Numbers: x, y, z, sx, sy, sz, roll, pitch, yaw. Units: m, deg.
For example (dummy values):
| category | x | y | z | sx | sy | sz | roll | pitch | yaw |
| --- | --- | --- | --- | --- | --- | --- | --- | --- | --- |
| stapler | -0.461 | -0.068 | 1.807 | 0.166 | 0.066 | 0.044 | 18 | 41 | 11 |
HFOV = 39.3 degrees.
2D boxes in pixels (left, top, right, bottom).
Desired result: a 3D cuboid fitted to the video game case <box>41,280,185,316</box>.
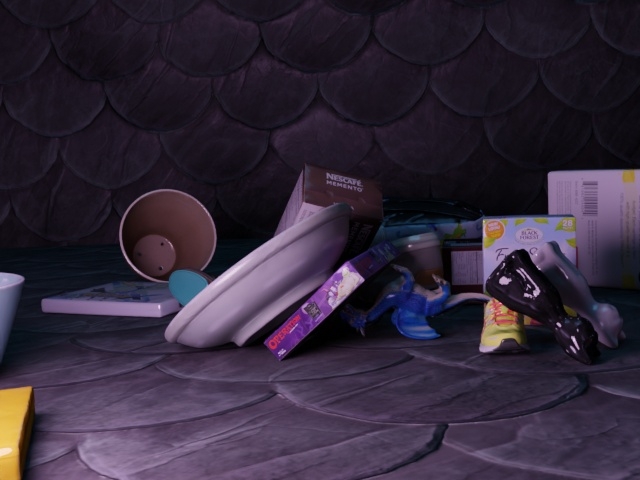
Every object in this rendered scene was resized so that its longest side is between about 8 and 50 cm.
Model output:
| category | x | y | z | sx | sy | sz | roll | pitch | yaw |
| --- | --- | --- | --- | --- | --- | --- | --- | --- | --- |
| video game case | -0.437 | 0.136 | 2.136 | 0.329 | 0.036 | 0.300 | 0 | 6 | 23 |

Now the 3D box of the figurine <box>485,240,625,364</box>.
| category | x | y | z | sx | sy | sz | roll | pitch | yaw |
| --- | --- | --- | --- | --- | --- | --- | --- | --- | --- |
| figurine | 0.405 | 0.108 | 1.484 | 0.209 | 0.092 | 0.215 | 48 | 31 | 22 |

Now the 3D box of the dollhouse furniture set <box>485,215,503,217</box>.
| category | x | y | z | sx | sy | sz | roll | pitch | yaw |
| --- | --- | --- | --- | --- | --- | --- | --- | --- | --- |
| dollhouse furniture set | 0.584 | 0.006 | 2.448 | 0.197 | 0.151 | 0.301 | -7 | 7 | -41 |

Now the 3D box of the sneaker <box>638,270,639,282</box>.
| category | x | y | z | sx | sy | sz | roll | pitch | yaw |
| --- | --- | --- | --- | --- | --- | --- | --- | --- | --- |
| sneaker | 0.758 | 0.088 | 1.885 | 0.132 | 0.086 | 0.228 | -11 | 11 | -43 |

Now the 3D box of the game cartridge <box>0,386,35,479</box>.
| category | x | y | z | sx | sy | sz | roll | pitch | yaw |
| --- | --- | --- | --- | --- | --- | --- | --- | --- | --- |
| game cartridge | -0.503 | 0.237 | 1.030 | 0.323 | 0.053 | 0.285 | -3 | 5 | -15 |

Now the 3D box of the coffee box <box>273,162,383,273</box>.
| category | x | y | z | sx | sy | sz | roll | pitch | yaw |
| --- | --- | --- | --- | --- | --- | --- | --- | --- | --- |
| coffee box | 0.000 | 0.000 | 1.844 | 0.168 | 0.297 | 0.119 | 14 | 44 | -14 |

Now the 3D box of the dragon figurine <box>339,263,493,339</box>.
| category | x | y | z | sx | sy | sz | roll | pitch | yaw |
| --- | --- | --- | --- | --- | --- | --- | --- | --- | --- |
| dragon figurine | 0.178 | 0.131 | 1.639 | 0.289 | 0.144 | 0.085 | 15 | 4 | -8 |

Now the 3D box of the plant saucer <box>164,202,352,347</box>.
| category | x | y | z | sx | sy | sz | roll | pitch | yaw |
| --- | --- | --- | --- | --- | --- | --- | --- | --- | --- |
| plant saucer | -0.086 | 0.089 | 1.591 | 0.400 | 0.100 | 0.400 | -35 | -7 | -5 |

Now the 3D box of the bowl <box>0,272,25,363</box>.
| category | x | y | z | sx | sy | sz | roll | pitch | yaw |
| --- | --- | --- | --- | --- | --- | --- | --- | --- | --- |
| bowl | -0.623 | 0.149 | 1.412 | 0.311 | 0.163 | 0.311 | -3 | 5 | 0 |

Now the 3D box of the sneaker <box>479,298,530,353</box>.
| category | x | y | z | sx | sy | sz | roll | pitch | yaw |
| --- | --- | --- | --- | --- | --- | --- | --- | --- | --- |
| sneaker | 0.306 | 0.136 | 1.510 | 0.081 | 0.094 | 0.208 | -1 | 6 | 7 |

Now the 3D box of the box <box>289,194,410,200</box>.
| category | x | y | z | sx | sy | sz | roll | pitch | yaw |
| --- | --- | --- | --- | --- | --- | --- | --- | --- | --- |
| box | 0.091 | -0.021 | 2.645 | 0.293 | 0.212 | 0.395 | -3 | 6 | -15 |

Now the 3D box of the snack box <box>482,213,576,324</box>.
| category | x | y | z | sx | sy | sz | roll | pitch | yaw |
| --- | --- | --- | --- | --- | --- | --- | --- | --- | --- |
| snack box | 0.399 | 0.056 | 1.716 | 0.174 | 0.207 | 0.070 | -2 | 5 | 11 |

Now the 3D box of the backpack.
| category | x | y | z | sx | sy | sz | roll | pitch | yaw |
| --- | --- | --- | --- | --- | --- | --- | --- | --- | --- |
| backpack | 0.249 | -0.001 | 2.272 | 0.355 | 0.273 | 0.290 | -16 | 6 | 13 |

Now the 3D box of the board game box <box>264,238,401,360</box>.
| category | x | y | z | sx | sy | sz | roll | pitch | yaw |
| --- | --- | --- | --- | --- | --- | --- | --- | --- | --- |
| board game box | 0.032 | 0.099 | 1.627 | 0.208 | 0.056 | 0.347 | -40 | -5 | 15 |

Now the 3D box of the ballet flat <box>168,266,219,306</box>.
| category | x | y | z | sx | sy | sz | roll | pitch | yaw |
| --- | --- | --- | --- | --- | --- | --- | --- | --- | --- |
| ballet flat | -0.216 | 0.125 | 1.937 | 0.096 | 0.095 | 0.280 | 6 | 8 | -44 |

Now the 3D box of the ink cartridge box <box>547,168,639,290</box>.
| category | x | y | z | sx | sy | sz | roll | pitch | yaw |
| --- | --- | --- | --- | --- | --- | --- | --- | --- | --- |
| ink cartridge box | 0.743 | -0.029 | 2.104 | 0.160 | 0.279 | 0.384 | -6 | 7 | -43 |

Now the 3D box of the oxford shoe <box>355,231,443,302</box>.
| category | x | y | z | sx | sy | sz | roll | pitch | yaw |
| --- | --- | --- | --- | --- | --- | --- | --- | --- | --- |
| oxford shoe | 0.118 | 0.087 | 2.026 | 0.169 | 0.130 | 0.449 | -13 | -4 | -34 |

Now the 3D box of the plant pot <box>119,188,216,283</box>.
| category | x | y | z | sx | sy | sz | roll | pitch | yaw |
| --- | --- | --- | --- | --- | --- | --- | --- | --- | --- |
| plant pot | -0.442 | 0.018 | 2.490 | 0.256 | 0.256 | 0.274 | -4 | -11 | -19 |

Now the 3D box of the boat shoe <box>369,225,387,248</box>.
| category | x | y | z | sx | sy | sz | roll | pitch | yaw |
| --- | --- | --- | --- | --- | --- | --- | --- | --- | --- |
| boat shoe | 0.050 | 0.006 | 2.092 | 0.227 | 0.079 | 0.081 | -16 | -12 | 43 |

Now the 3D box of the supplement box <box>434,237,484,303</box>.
| category | x | y | z | sx | sy | sz | roll | pitch | yaw |
| --- | --- | --- | --- | --- | --- | --- | --- | --- | --- |
| supplement box | 0.357 | 0.067 | 2.028 | 0.194 | 0.129 | 0.191 | -1 | 5 | 9 |
